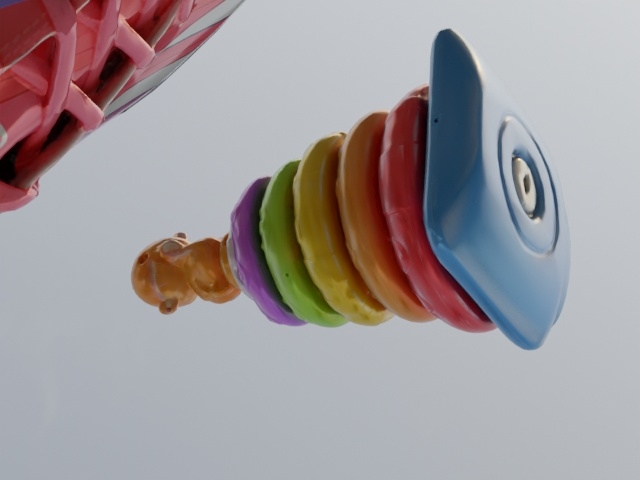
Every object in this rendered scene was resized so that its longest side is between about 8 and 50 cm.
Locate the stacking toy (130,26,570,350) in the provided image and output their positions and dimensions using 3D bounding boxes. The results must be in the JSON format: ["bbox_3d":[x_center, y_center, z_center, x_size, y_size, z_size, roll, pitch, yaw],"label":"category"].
[{"bbox_3d":[0.000,0.000,0.984,0.302,0.166,0.175,-15,-128,27],"label":"stacking toy"}]

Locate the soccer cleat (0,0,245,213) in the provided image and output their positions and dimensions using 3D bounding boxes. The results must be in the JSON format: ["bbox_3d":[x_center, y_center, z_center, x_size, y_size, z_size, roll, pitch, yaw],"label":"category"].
[{"bbox_3d":[-0.101,-0.035,0.374,0.318,0.108,0.116,-38,-145,-10],"label":"soccer cleat"}]
